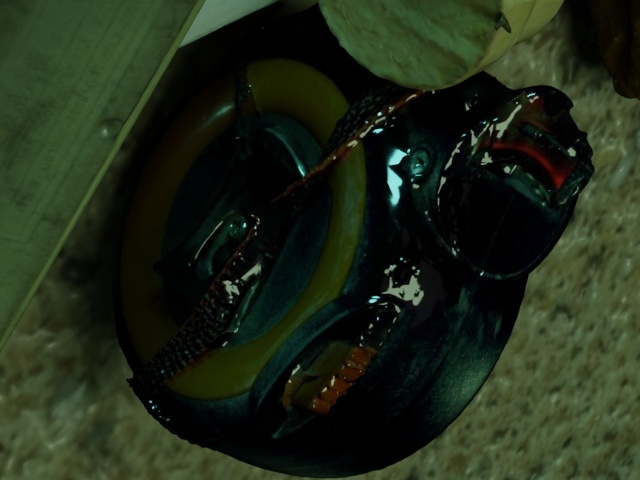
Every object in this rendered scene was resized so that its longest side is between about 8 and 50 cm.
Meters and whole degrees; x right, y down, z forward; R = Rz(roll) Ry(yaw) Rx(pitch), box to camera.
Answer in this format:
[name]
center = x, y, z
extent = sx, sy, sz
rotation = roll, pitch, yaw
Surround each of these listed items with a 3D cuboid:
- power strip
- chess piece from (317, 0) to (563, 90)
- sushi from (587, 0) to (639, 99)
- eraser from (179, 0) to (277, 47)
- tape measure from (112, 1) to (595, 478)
[power strip]
center = -0.124, -0.059, 0.792
extent = 0.092, 0.066, 0.387
rotation = 16, 125, -29
[chess piece]
center = 0.132, -0.179, 0.882
extent = 0.301, 0.137, 0.137
rotation = -30, 127, -34
[sushi]
center = 0.217, -0.177, 1.064
extent = 0.140, 0.149, 0.287
rotation = -37, 125, -28
[eraser]
center = -0.012, -0.209, 0.882
extent = 0.290, 0.104, 0.189
rotation = -29, 124, -29
[tape measure]
center = 0.000, 0.000, 0.916
extent = 0.135, 0.202, 0.223
rotation = 26, 96, -43
